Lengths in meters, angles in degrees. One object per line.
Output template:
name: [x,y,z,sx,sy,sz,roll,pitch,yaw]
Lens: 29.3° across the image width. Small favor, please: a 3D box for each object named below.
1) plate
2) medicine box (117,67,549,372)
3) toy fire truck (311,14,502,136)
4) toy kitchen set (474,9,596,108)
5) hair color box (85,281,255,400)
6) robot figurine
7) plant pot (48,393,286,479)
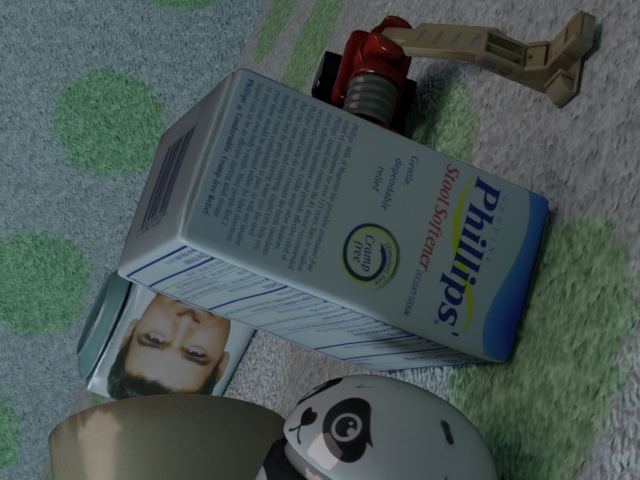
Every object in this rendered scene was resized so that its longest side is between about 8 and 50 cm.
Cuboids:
plate: [-0.314,0.109,1.754,0.188,0.024,0.188,-57,17,28]
medicine box: [0.000,0.000,1.060,0.263,0.289,0.149,-20,50,69]
toy fire truck: [0.076,-0.151,1.351,0.246,0.158,0.217,121,167,-64]
toy kitchen set: [0.186,-0.160,1.071,0.083,0.075,0.068,131,156,-58]
hair color box: [-0.174,0.068,1.742,0.374,0.185,0.113,-62,16,16]
robot figurine: [0.015,0.233,0.886,0.278,0.209,0.173,-65,-20,6]
plant pot: [-0.149,0.331,1.244,0.256,0.256,0.274,-47,42,51]
